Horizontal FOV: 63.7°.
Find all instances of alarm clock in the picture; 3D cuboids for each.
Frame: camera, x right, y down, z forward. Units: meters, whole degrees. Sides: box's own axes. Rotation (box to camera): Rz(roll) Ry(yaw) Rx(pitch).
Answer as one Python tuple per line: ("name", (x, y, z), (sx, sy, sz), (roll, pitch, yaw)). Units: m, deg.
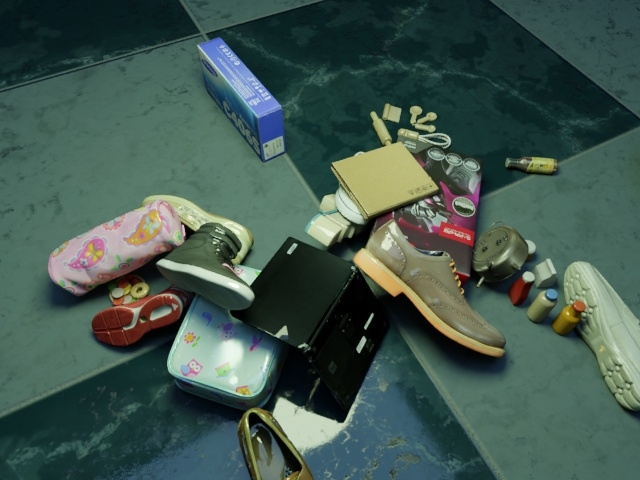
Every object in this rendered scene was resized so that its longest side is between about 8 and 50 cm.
("alarm clock", (0.398, 0.014, 1.171), (0.064, 0.129, 0.192), (44, 39, -18))

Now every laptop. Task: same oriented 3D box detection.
("laptop", (-0.007, 0.158, 1.033), (0.136, 0.265, 0.234), (-8, 34, 40))

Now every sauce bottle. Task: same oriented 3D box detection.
("sauce bottle", (0.562, -0.202, 1.377), (0.128, 0.042, 0.042), (4, 55, 4))

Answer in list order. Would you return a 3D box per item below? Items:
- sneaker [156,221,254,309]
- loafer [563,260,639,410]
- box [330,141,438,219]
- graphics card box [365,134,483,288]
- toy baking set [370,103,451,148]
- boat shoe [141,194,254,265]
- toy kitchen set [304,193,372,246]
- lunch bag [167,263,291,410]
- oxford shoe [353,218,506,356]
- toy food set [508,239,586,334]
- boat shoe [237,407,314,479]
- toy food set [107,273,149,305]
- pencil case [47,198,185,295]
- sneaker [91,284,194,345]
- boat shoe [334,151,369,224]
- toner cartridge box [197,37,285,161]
("sneaker", (-0.195, 0.036, 0.996), (0.295, 0.105, 0.147), (11, 53, 47))
("loafer", (0.614, 0.187, 1.071), (0.111, 0.112, 0.320), (-8, 63, -13))
("box", (0.148, -0.144, 1.193), (0.201, 0.021, 0.165), (-21, 62, -22))
("graphics card box", (0.252, -0.072, 1.234), (0.232, 0.094, 0.371), (17, 54, 3))
("toy baking set", (0.255, -0.305, 1.448), (0.196, 0.030, 0.256), (-9, 56, -8))
("boat shoe", (-0.299, -0.023, 1.195), (0.285, 0.105, 0.089), (18, 54, 10))
("toy kitchen set", (0.000, 0.000, 1.213), (0.122, 0.166, 0.207), (34, 24, 20))
("lunch bag", (-0.172, 0.185, 1.050), (0.223, 0.108, 0.279), (12, 54, 12))
("oxford shoe", (0.247, 0.101, 1.045), (0.363, 0.130, 0.133), (37, 96, -4))
("toy food set", (0.481, 0.085, 1.135), (0.111, 0.105, 0.233), (-5, 55, -5))
("boat shoe", (-0.060, 0.432, 0.881), (0.110, 0.105, 0.307), (-30, 61, -20))
("toy food set", (-0.430, 0.111, 1.149), (0.082, 0.020, 0.083), (-35, 63, -23))
("pencil case", (-0.436, 0.018, 1.112), (0.283, 0.124, 0.124), (-26, 57, 5))
("sneaker", (-0.365, 0.154, 1.100), (0.221, 0.128, 0.087), (-13, 97, 16))
("boat shoe", (0.089, -0.135, 1.240), (0.095, 0.084, 0.258), (18, 33, -15))
("toner cartridge box", (-0.218, -0.389, 1.416), (0.075, 0.165, 0.348), (-27, 59, -19))
